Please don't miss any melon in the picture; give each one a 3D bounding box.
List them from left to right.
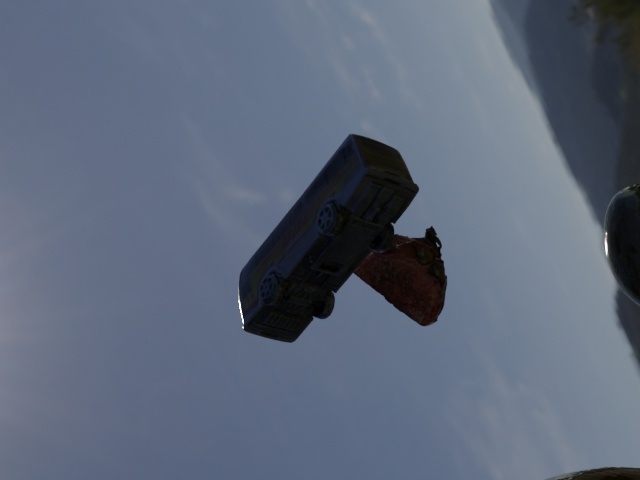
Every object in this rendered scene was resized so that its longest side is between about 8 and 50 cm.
[{"bbox_3d":[0.400,0.012,1.592,0.114,0.114,0.167,-43,-69,-75],"label":"melon"}]

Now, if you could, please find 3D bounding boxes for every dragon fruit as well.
[{"bbox_3d":[0.106,0.029,1.623,0.147,0.096,0.102,37,-163,-2],"label":"dragon fruit"}]

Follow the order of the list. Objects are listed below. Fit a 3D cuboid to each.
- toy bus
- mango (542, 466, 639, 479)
[{"bbox_3d":[0.000,0.000,1.090,0.064,0.190,0.075,16,-141,-34],"label":"toy bus"},{"bbox_3d":[0.341,0.350,1.419,0.253,0.365,0.182,-114,20,-49],"label":"mango"}]
